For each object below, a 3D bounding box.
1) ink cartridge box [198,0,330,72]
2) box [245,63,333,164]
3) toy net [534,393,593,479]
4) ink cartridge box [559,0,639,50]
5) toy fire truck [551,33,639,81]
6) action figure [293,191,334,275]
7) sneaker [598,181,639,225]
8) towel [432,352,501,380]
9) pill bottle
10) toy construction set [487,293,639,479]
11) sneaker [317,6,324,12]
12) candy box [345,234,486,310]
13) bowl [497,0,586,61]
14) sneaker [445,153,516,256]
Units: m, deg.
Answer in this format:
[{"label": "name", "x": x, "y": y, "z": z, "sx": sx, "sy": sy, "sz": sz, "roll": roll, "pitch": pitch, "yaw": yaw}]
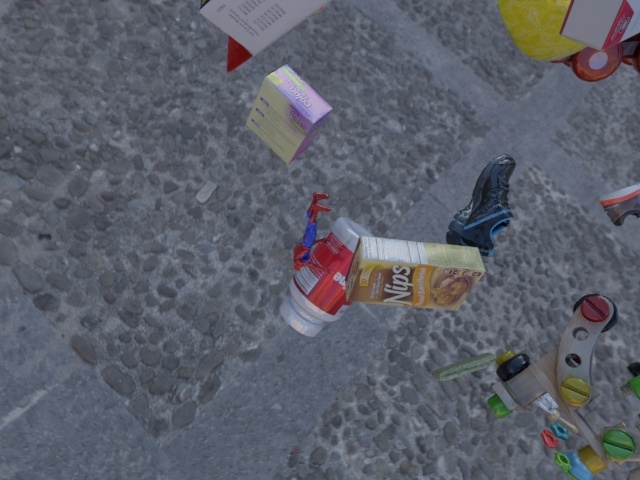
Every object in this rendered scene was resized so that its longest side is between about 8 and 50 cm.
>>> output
[{"label": "ink cartridge box", "x": -0.111, "y": -0.496, "z": 0.771, "sx": 0.130, "sy": 0.272, "sz": 0.309, "roll": 27, "pitch": 51, "yaw": -46}, {"label": "box", "x": -0.112, "y": -0.423, "z": 1.520, "sx": 0.213, "sy": 0.243, "sz": 0.117, "roll": 44, "pitch": 56, "yaw": 0}, {"label": "toy net", "x": 0.542, "y": 0.440, "z": 1.043, "sx": 0.122, "sy": 0.045, "sz": 0.232, "roll": 14, "pitch": 33, "yaw": -12}, {"label": "ink cartridge box", "x": 0.370, "y": -0.306, "z": 0.527, "sx": 0.150, "sy": 0.109, "sz": 0.063, "roll": -29, "pitch": 52, "yaw": -24}, {"label": "toy fire truck", "x": 0.662, "y": -0.495, "z": 0.967, "sx": 0.302, "sy": 0.254, "sz": 0.169, "roll": 3, "pitch": 34, "yaw": 13}, {"label": "action figure", "x": 0.000, "y": 0.000, "z": 1.324, "sx": 0.139, "sy": 0.280, "sz": 0.091, "roll": 13, "pitch": 41, "yaw": -15}, {"label": "sneaker", "x": 0.514, "y": -0.063, "z": 0.685, "sx": 0.158, "sy": 0.061, "sz": 0.065, "roll": -18, "pitch": 86, "yaw": 8}, {"label": "towel", "x": 0.333, "y": 0.290, "z": 1.020, "sx": 0.148, "sy": 0.110, "sz": 0.027, "roll": -19, "pitch": 74, "yaw": 1}, {"label": "pill bottle", "x": 0.038, "y": 0.137, "z": 1.592, "sx": 0.229, "sy": 0.408, "sz": 0.229, "roll": 35, "pitch": 14, "yaw": -10}, {"label": "toy construction set", "x": 0.366, "y": 0.238, "z": 0.610, "sx": 0.257, "sy": 0.237, "sz": 0.309, "roll": 58, "pitch": 17, "yaw": 8}, {"label": "sneaker", "x": -0.023, "y": -0.621, "z": 1.152, "sx": 0.094, "sy": 0.081, "sz": 0.208, "roll": 44, "pitch": 23, "yaw": 5}, {"label": "candy box", "x": 0.237, "y": 0.090, "z": 1.163, "sx": 0.316, "sy": 0.183, "sz": 0.087, "roll": 5, "pitch": 47, "yaw": -8}, {"label": "bowl", "x": 0.425, "y": -0.443, "z": 0.692, "sx": 0.289, "sy": 0.156, "sz": 0.289, "roll": -8, "pitch": 105, "yaw": -31}, {"label": "sneaker", "x": 0.500, "y": -0.099, "z": 1.298, "sx": 0.139, "sy": 0.125, "sz": 0.341, "roll": 26, "pitch": 75, "yaw": 28}]
